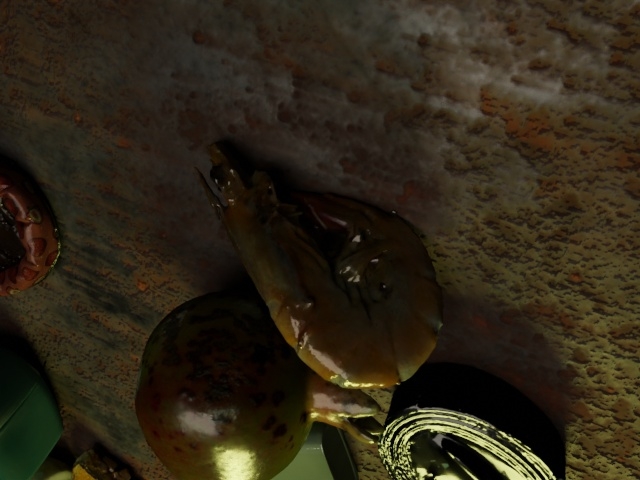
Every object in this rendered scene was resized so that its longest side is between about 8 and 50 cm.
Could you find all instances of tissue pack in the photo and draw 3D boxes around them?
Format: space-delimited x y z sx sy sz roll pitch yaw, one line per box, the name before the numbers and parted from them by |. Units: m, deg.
tissue pack | -0.538 0.253 0.815 0.287 0.198 0.206 -8 118 22

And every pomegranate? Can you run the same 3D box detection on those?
pomegranate | -0.065 0.158 0.569 0.246 0.198 0.198 30 123 8

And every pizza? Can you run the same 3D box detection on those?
pizza | -0.315 0.400 0.890 0.134 0.046 0.175 11 119 19

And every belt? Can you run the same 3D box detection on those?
belt | 0.153 0.219 0.577 0.198 0.078 0.151 34 122 3

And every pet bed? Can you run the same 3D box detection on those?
pet bed | -0.414 -0.018 0.716 0.201 0.053 0.201 7 115 15

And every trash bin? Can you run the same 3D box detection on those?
trash bin | -0.033 0.267 0.693 0.130 0.059 0.116 -11 111 26

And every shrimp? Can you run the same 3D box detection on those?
shrimp | 0.000 0.000 0.526 0.152 0.063 0.287 -34 75 -6

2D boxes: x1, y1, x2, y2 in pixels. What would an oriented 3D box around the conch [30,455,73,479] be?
conch | -0.466 0.381 0.922 0.255 0.127 0.158 42 153 27
